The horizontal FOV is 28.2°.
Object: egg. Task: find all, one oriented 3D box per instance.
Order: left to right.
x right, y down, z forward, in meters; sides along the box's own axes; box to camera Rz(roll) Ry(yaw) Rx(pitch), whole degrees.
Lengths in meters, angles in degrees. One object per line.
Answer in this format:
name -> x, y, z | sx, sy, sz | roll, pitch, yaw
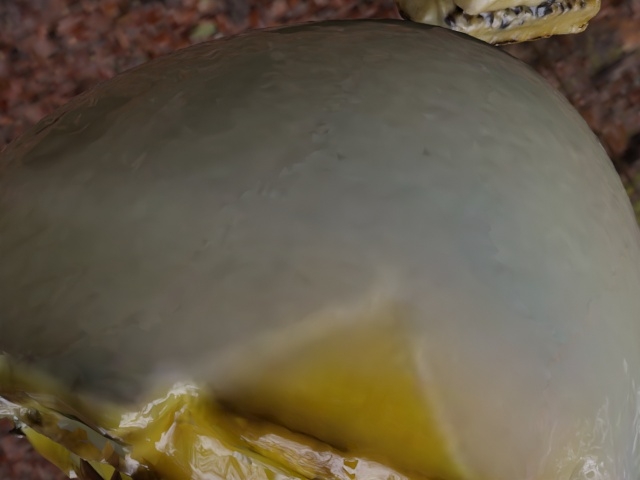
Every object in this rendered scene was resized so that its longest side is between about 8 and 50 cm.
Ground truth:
egg -> -0.003, -0.001, 0.456 | 0.264, 0.174, 0.286 | 18, -175, 41

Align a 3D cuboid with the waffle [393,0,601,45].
waffle -> 0.084, -0.291, 0.995 | 0.213, 0.308, 0.091 | -18, 155, -46
